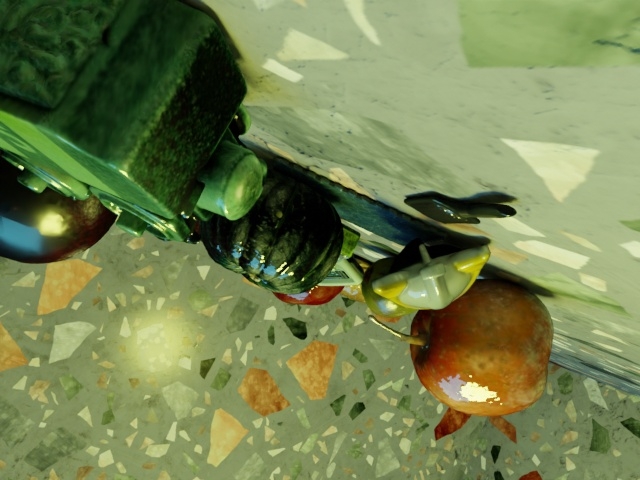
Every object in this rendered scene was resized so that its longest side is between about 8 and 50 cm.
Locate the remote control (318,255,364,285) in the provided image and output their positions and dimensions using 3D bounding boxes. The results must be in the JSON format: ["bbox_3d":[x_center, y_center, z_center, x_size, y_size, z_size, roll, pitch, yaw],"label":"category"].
[{"bbox_3d":[-0.012,0.020,1.206,0.140,0.056,0.296,-5,147,27],"label":"remote control"}]

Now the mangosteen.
[{"bbox_3d":[-0.411,-0.121,0.845,0.347,0.307,0.307,-9,-164,-35],"label":"mangosteen"}]

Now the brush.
[{"bbox_3d":[0.143,-0.030,0.558,0.063,0.016,0.193,24,176,-11],"label":"brush"}]

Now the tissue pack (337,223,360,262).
[{"bbox_3d":[-0.068,-0.025,1.013,0.235,0.073,0.173,27,158,-20],"label":"tissue pack"}]

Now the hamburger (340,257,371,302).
[{"bbox_3d":[0.097,0.122,1.840,0.259,0.144,0.283,24,-178,-38],"label":"hamburger"}]

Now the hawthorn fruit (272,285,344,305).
[{"bbox_3d":[-0.009,0.075,1.495,0.266,0.210,0.230,6,-169,-31],"label":"hawthorn fruit"}]

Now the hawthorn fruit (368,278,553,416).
[{"bbox_3d":[0.262,0.183,0.923,0.263,0.235,0.231,-7,-166,27],"label":"hawthorn fruit"}]

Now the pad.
[{"bbox_3d":[0.047,-0.051,0.858,0.269,0.012,0.269,24,176,-1],"label":"pad"}]

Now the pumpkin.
[{"bbox_3d":[-0.073,-0.015,0.804,0.220,0.162,0.220,19,165,6],"label":"pumpkin"}]

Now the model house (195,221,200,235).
[{"bbox_3d":[-0.194,-0.031,1.418,0.196,0.160,0.254,28,173,-34],"label":"model house"}]

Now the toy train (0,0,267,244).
[{"bbox_3d":[-0.191,-0.118,0.448,0.299,0.167,0.238,21,165,16],"label":"toy train"}]

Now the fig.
[{"bbox_3d":[0.226,0.132,1.283,0.259,0.151,0.151,21,176,-9],"label":"fig"}]

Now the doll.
[{"bbox_3d":[0.157,0.050,0.810,0.145,0.103,0.316,7,-179,8],"label":"doll"}]

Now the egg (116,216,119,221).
[{"bbox_3d":[-0.427,-0.139,1.149,0.233,0.195,0.195,46,174,-3],"label":"egg"}]
